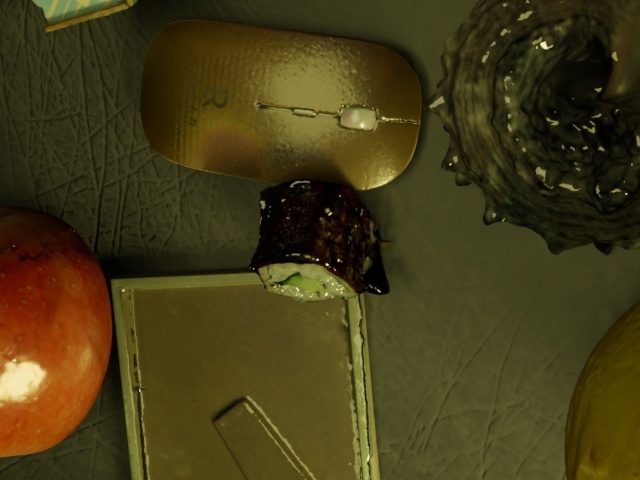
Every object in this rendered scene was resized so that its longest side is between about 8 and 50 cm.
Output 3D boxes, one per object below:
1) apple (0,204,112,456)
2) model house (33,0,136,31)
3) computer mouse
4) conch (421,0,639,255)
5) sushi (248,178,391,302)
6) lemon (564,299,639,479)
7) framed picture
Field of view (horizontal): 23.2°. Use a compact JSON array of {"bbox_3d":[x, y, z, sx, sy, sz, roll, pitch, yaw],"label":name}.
[{"bbox_3d":[-0.305,0.084,1.291,0.272,0.251,0.206,-7,100,7],"label":"apple"},{"bbox_3d":[-0.214,-0.265,1.230,0.206,0.178,0.271,33,128,-8],"label":"model house"},{"bbox_3d":[-0.038,-0.112,1.275,0.245,0.056,0.125,10,101,16],"label":"computer mouse"},{"bbox_3d":[0.218,-0.113,1.135,0.313,0.186,0.240,-9,85,43],"label":"conch"},{"bbox_3d":[-0.002,0.000,1.247,0.098,0.094,0.084,-7,61,23],"label":"sushi"},{"bbox_3d":[0.314,0.141,1.066,0.297,0.297,0.297,3,98,19],"label":"lemon"},{"bbox_3d":[-0.060,0.179,1.337,0.232,0.024,0.314,-3,95,20],"label":"framed picture"}]
